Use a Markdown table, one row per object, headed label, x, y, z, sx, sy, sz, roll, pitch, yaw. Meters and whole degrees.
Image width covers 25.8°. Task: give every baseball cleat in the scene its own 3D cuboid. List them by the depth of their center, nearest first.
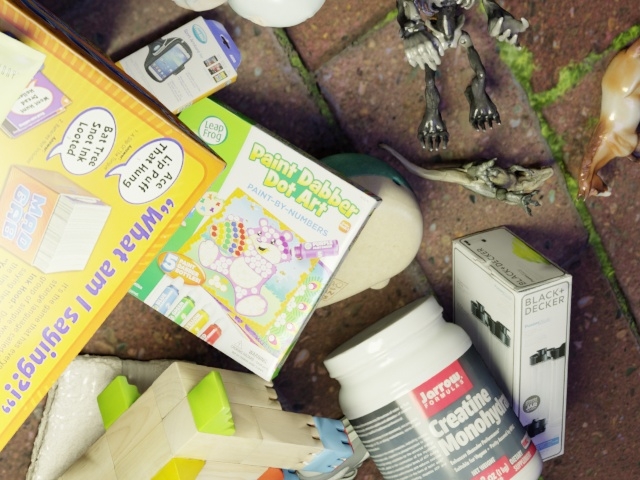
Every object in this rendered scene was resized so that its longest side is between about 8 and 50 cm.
| label | x | y | z | sx | sy | sz | roll | pitch | yaw |
| --- | --- | --- | --- | --- | --- | --- | --- | --- | --- |
| baseball cleat | 0.055 | 0.277 | 1.935 | 0.206 | 0.072 | 0.109 | -22 | 139 | -15 |

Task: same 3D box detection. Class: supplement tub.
| label | x | y | z | sx | sy | sz | roll | pitch | yaw |
| --- | --- | --- | --- | --- | --- | --- | --- | --- | --- |
| supplement tub | 0.144 | 0.228 | 1.809 | 0.191 | 0.191 | 0.272 | -32 | 91 | -11 |

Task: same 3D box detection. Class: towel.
| label | x | y | z | sx | sy | sz | roll | pitch | yaw |
| --- | --- | --- | --- | --- | --- | --- | --- | --- | --- |
| towel | -0.273 | 0.273 | 1.754 | 0.187 | 0.049 | 0.282 | 6 | 111 | -32 |

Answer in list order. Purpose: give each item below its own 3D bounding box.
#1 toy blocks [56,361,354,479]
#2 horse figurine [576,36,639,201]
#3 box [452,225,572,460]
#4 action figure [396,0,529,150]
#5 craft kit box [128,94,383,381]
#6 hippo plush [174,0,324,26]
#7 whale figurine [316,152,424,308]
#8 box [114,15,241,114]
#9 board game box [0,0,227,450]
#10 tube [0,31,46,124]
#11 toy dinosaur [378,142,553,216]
| label | x | y | z | sx | sy | sz | roll | pitch | yaw |
| --- | --- | --- | --- | --- | --- | --- | --- | --- | --- |
| toy blocks | -0.141 | 0.282 | 1.671 | 0.261 | 0.190 | 0.381 | 15 | 131 | -42 |
| horse figurine | 0.432 | -0.185 | 1.900 | 0.174 | 0.066 | 0.263 | -4 | 118 | -34 |
| box | 0.257 | 0.147 | 1.907 | 0.087 | 0.169 | 0.290 | -16 | 120 | -21 |
| action figure | 0.164 | -0.251 | 1.675 | 0.164 | 0.141 | 0.275 | -15 | 122 | -8 |
| craft kit box | -0.097 | -0.006 | 1.613 | 0.250 | 0.061 | 0.246 | 31 | 96 | 7 |
| hippo plush | -0.058 | -0.352 | 1.438 | 0.234 | 0.236 | 0.294 | -32 | 125 | -11 |
| whale figurine | 0.000 | 0.000 | 1.735 | 0.216 | 0.141 | 0.272 | 21 | 127 | -38 |
| box | -0.158 | -0.191 | 1.570 | 0.136 | 0.028 | 0.081 | -30 | 86 | -14 |
| board game box | -0.382 | -0.086 | 1.320 | 0.356 | 0.356 | 0.356 | 37 | 93 | -36 |
| tube | -0.314 | -0.063 | 1.114 | 0.240 | 0.062 | 0.070 | -61 | 166 | 3 |
| toy dinosaur | 0.211 | -0.080 | 1.798 | 0.268 | 0.118 | 0.064 | 9 | 99 | -33 |
